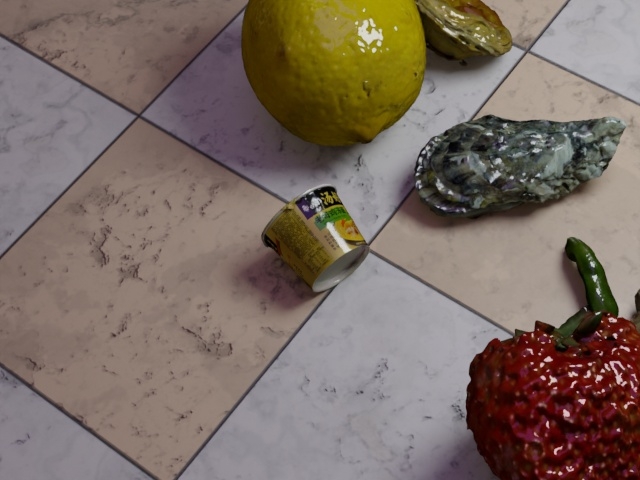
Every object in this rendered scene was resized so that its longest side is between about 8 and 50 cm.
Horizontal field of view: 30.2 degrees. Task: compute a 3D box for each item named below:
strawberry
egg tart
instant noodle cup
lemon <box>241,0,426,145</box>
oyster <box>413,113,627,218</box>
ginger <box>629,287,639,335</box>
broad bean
[{"bbox_3d":[0.350,0.279,1.607,0.312,0.267,0.351,-11,71,-36],"label":"strawberry"},{"bbox_3d":[0.229,-0.391,2.091,0.241,0.106,0.241,29,28,-17],"label":"egg tart"},{"bbox_3d":[0.000,0.000,1.881,0.151,0.151,0.122,-36,72,-16],"label":"instant noodle cup"},{"bbox_3d":[0.023,-0.322,1.974,0.336,0.336,0.336,-3,58,4],"label":"lemon"},{"bbox_3d":[0.325,-0.136,1.936,0.351,0.158,0.162,-14,92,12],"label":"oyster"},{"bbox_3d":[0.522,0.104,1.796,0.204,0.080,0.104,-40,88,-19],"label":"ginger"},{"bbox_3d":[0.423,0.068,1.839,0.046,0.061,0.195,-17,58,-2],"label":"broad bean"}]
